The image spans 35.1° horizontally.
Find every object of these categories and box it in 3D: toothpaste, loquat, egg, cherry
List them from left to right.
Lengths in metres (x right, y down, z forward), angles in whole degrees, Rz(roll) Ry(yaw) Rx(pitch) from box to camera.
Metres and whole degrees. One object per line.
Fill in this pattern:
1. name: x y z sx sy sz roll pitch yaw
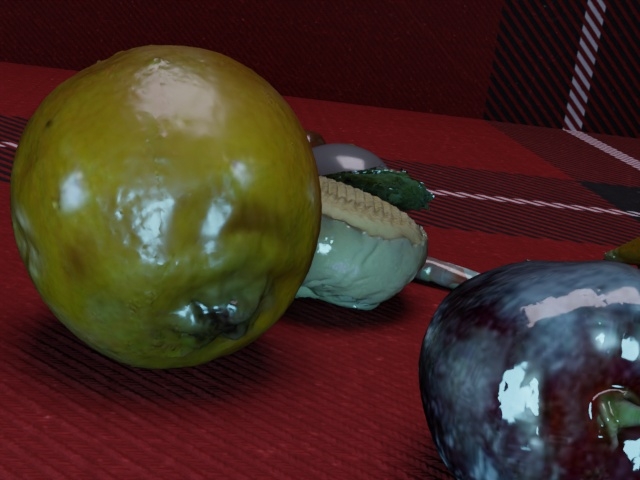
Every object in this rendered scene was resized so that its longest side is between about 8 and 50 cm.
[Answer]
1. loquat: -0.155 -0.035 1.039 0.328 0.329 0.328 7 15 -2
2. egg: 0.028 -0.084 1.629 0.198 0.147 0.146 15 17 28
3. toothpaste: 0.214 0.059 1.424 0.205 0.036 0.056 17 18 17
4. cherry: 0.207 0.120 0.844 0.254 0.218 0.296 -1 11 -8

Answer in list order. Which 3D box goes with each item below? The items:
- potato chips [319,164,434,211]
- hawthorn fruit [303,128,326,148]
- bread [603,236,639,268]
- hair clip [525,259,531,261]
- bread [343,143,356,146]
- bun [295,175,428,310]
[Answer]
1. potato chips: 0.069 -0.047 1.491 0.202 0.029 0.220 25 -31 -14
2. hawthorn fruit: -0.064 -0.129 1.754 0.189 0.149 0.149 5 15 -28
3. bread: 0.624 0.056 1.462 0.361 0.245 0.233 -24 -25 29
4. hair clip: 0.360 0.069 1.457 0.072 0.034 0.226 7 13 -16
5. bread: 0.048 -0.117 1.839 0.139 0.130 0.071 17 61 48
6. bun: 0.000 0.000 1.321 0.287 0.146 0.287 21 14 -5
